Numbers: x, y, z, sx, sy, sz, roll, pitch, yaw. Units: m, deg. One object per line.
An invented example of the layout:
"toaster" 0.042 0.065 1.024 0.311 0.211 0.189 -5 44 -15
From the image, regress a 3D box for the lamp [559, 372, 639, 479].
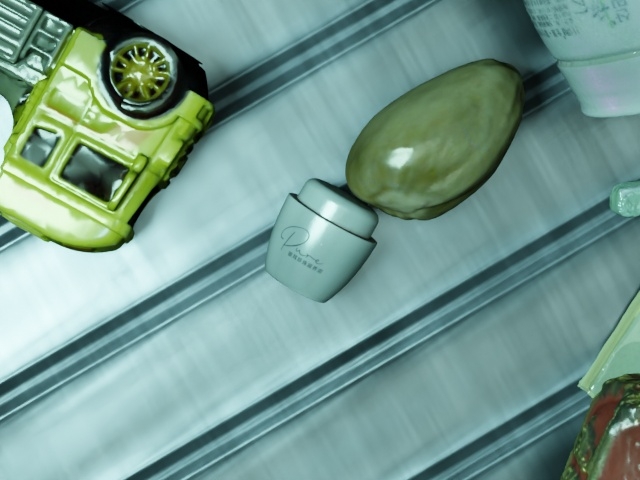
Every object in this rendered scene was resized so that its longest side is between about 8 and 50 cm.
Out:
"lamp" 0.289 0.241 1.575 0.177 0.177 0.274 18 105 -5

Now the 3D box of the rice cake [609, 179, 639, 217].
"rice cake" 0.369 -0.049 1.655 0.207 0.033 0.033 -7 103 -5

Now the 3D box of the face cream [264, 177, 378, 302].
"face cream" 0.000 0.000 1.601 0.091 0.091 0.095 29 98 -5

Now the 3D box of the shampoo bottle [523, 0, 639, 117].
"shampoo bottle" 0.300 -0.252 1.524 0.273 0.273 0.266 -21 102 -3

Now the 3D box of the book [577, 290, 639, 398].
"book" 0.412 0.132 1.666 0.289 0.026 0.201 33 89 -4

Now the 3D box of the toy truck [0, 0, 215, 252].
"toy truck" -0.304 -0.137 1.529 0.405 0.180 0.254 28 88 -4

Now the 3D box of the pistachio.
"pistachio" 0.107 -0.091 1.603 0.185 0.126 0.108 -35 137 -6
